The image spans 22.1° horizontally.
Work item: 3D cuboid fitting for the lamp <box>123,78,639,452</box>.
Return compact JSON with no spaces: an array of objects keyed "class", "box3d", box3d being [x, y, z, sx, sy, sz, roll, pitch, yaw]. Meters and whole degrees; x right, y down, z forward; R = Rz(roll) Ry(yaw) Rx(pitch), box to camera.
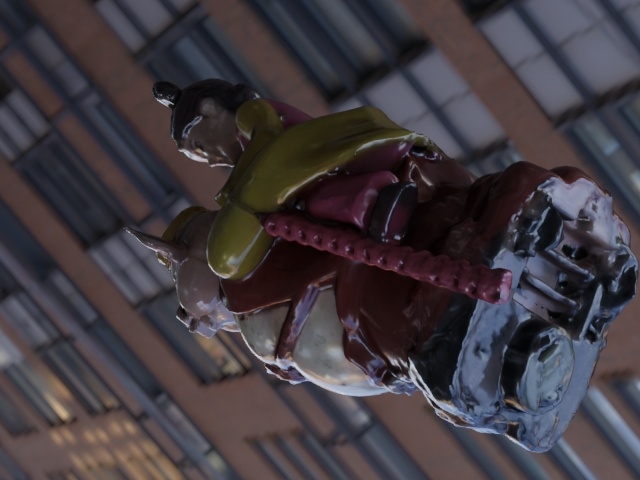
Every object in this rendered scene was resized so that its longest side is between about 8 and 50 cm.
[{"class":"lamp","box3d":[0.000,0.000,0.645,0.253,0.118,0.118,18,-129,41]}]
